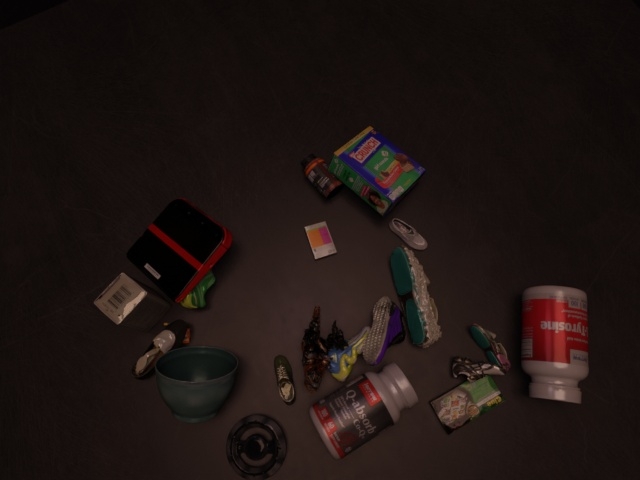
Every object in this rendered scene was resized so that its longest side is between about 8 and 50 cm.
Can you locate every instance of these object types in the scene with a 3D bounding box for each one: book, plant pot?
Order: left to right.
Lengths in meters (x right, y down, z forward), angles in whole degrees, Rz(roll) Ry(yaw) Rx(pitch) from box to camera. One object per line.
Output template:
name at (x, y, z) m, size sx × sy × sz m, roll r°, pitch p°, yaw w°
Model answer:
plant pot at (-0.451, 0.534, 1.760) m, size 0.293 × 0.293 × 0.196 m, roll 4°, pitch 101°, yaw 1°
book at (0.000, 0.000, 2.019) m, size 0.096 × 0.035 × 0.144 m, roll -17°, pitch 75°, yaw -8°

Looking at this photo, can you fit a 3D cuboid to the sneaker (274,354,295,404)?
sneaker at (-0.135, 0.530, 1.840) m, size 0.064 × 0.086 × 0.192 m, roll -15°, pitch 75°, yaw -4°

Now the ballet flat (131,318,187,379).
ballet flat at (-0.617, 0.421, 1.840) m, size 0.095 × 0.096 × 0.280 m, roll 37°, pitch 88°, yaw 13°

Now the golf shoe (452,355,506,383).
golf shoe at (0.603, 0.504, 1.838) m, size 0.198 × 0.077 × 0.094 m, roll 4°, pitch 66°, yaw 27°

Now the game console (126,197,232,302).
game console at (-0.566, 0.024, 1.935) m, size 0.386 × 0.060 × 0.342 m, roll 32°, pitch 80°, yaw 33°

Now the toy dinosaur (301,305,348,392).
toy dinosaur at (-0.024, 0.397, 1.830) m, size 0.164 × 0.218 × 0.322 m, roll -5°, pitch 58°, yaw -28°

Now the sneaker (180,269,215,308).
sneaker at (-0.486, 0.138, 1.955) m, size 0.123 × 0.109 × 0.295 m, roll 24°, pitch 61°, yaw -31°

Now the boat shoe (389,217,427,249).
boat shoe at (0.369, -0.030, 2.011) m, size 0.184 × 0.063 × 0.066 m, roll 43°, pitch 78°, yaw 11°

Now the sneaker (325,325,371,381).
sneaker at (0.099, 0.418, 1.872) m, size 0.126 × 0.091 × 0.240 m, roll 29°, pitch 74°, yaw 12°

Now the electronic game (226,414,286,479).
electronic game at (-0.239, 0.768, 1.792) m, size 0.229 × 0.048 × 0.229 m, roll -2°, pitch 76°, yaw 7°

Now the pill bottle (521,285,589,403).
pill bottle at (0.877, 0.389, 1.811) m, size 0.229 × 0.229 × 0.408 m, roll 7°, pitch 74°, yaw 2°

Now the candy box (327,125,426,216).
candy box at (0.234, -0.296, 2.016) m, size 0.317 × 0.122 × 0.268 m, roll 40°, pitch 56°, yaw 11°

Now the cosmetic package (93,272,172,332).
cosmetic package at (-0.694, 0.239, 1.813) m, size 0.129 × 0.296 × 0.153 m, roll 38°, pitch 76°, yaw 11°

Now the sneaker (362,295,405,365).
sneaker at (0.261, 0.363, 1.841) m, size 0.146 × 0.102 × 0.293 m, roll 40°, pitch 48°, yaw -19°

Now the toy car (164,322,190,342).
toy car at (-0.572, 0.366, 1.909) m, size 0.122 × 0.040 × 0.060 m, roll 14°, pitch 75°, yaw 3°

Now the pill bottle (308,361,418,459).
pill bottle at (0.157, 0.609, 1.756) m, size 0.363 × 0.210 × 0.210 m, roll -30°, pitch 76°, yaw -8°

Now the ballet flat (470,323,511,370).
ballet flat at (0.671, 0.413, 1.890) m, size 0.079 × 0.077 × 0.221 m, roll -26°, pitch 80°, yaw -26°

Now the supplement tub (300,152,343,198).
supplement tub at (0.002, -0.279, 2.059) m, size 0.106 × 0.106 × 0.198 m, roll -37°, pitch 78°, yaw -10°

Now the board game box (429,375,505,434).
board game box at (0.562, 0.617, 1.849) m, size 0.259 × 0.030 × 0.136 m, roll -27°, pitch 74°, yaw -7°

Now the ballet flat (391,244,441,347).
ballet flat at (0.386, 0.219, 1.926) m, size 0.147 × 0.147 × 0.409 m, roll -10°, pitch 77°, yaw -3°
